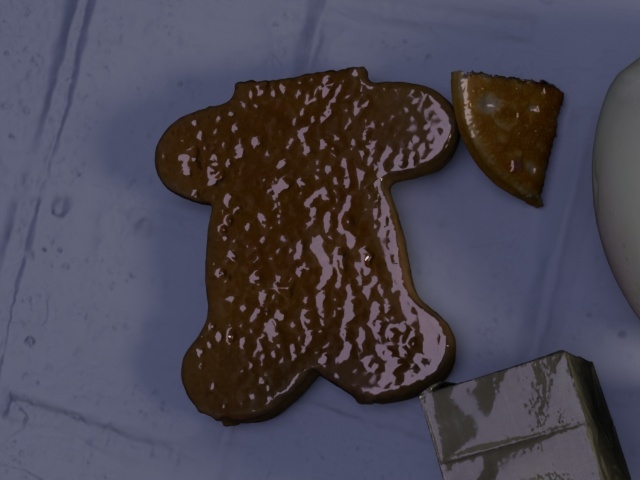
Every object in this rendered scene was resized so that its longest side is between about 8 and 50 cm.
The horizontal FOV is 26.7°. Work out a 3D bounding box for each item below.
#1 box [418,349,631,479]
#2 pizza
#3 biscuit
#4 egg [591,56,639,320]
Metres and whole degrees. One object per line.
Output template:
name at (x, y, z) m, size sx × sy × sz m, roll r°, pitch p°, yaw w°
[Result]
box at (0.213, 0.204, 1.366) m, size 0.149 × 0.231 × 0.155 m, roll -19°, pitch 76°, yaw 15°
pizza at (0.213, -0.132, 1.498) m, size 0.178 × 0.041 × 0.131 m, roll 45°, pitch 76°, yaw -13°
biscuit at (0.000, 0.000, 1.555) m, size 0.368 × 0.076 × 0.394 m, roll -10°, pitch 82°, yaw 16°
egg at (0.406, -0.045, 1.313) m, size 0.283 × 0.283 × 0.345 m, roll -1°, pitch 90°, yaw 18°
